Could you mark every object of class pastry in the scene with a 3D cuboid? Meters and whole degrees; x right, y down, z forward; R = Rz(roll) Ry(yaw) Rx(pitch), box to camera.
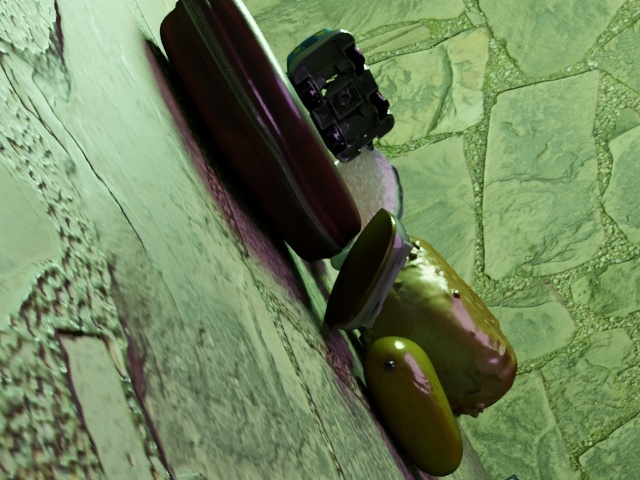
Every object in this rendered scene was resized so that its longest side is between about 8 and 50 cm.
[{"bbox_3d":[0.154,0.139,1.912,0.284,0.184,0.316,49,8,-13],"label":"pastry"}]

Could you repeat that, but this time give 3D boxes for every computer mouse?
[{"bbox_3d":[0.063,0.040,1.641,0.072,0.158,0.310,28,2,3],"label":"computer mouse"}]

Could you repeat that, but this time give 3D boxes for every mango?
[{"bbox_3d":[0.127,0.224,1.684,0.237,0.091,0.137,59,10,-22],"label":"mango"}]

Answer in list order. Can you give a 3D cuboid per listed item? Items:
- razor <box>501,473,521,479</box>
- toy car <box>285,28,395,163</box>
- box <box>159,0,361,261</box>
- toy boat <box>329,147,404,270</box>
[{"bbox_3d":[0.273,0.447,2.136,0.068,0.106,0.232,61,16,14],"label":"razor"},{"bbox_3d":[0.016,-0.197,1.700,0.100,0.097,0.191,44,-11,47],"label":"toy car"},{"bbox_3d":[-0.064,-0.128,1.543,0.263,0.108,0.404,61,2,27],"label":"box"},{"bbox_3d":[0.038,-0.051,1.883,0.155,0.085,0.227,54,39,-15],"label":"toy boat"}]
